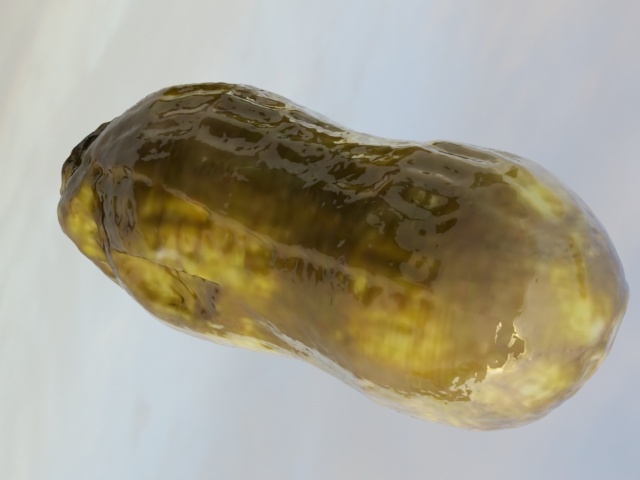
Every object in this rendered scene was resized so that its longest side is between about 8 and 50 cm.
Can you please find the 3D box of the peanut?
[{"bbox_3d":[0.000,0.000,0.443,0.206,0.087,0.087,17,-92,37],"label":"peanut"}]
